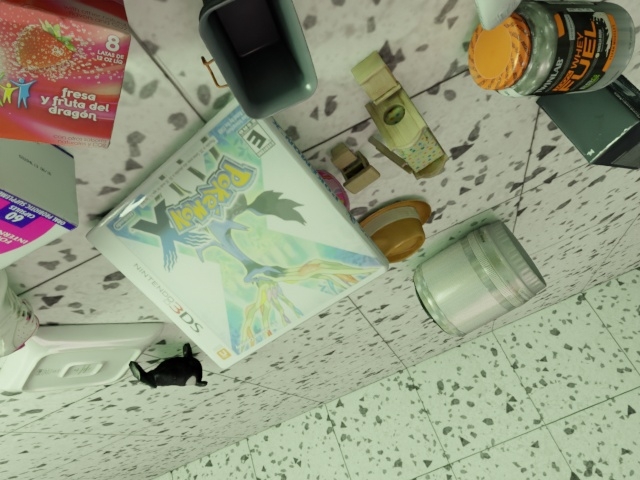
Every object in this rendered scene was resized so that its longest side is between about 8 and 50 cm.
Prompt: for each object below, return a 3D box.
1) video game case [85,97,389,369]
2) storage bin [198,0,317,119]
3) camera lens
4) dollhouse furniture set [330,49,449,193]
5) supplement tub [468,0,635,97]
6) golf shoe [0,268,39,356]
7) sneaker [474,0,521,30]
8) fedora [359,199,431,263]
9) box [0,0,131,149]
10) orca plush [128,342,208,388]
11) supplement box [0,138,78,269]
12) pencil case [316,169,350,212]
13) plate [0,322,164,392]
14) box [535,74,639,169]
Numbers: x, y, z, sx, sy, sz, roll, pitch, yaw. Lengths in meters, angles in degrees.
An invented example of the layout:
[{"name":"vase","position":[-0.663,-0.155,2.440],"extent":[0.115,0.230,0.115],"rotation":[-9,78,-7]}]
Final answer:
[{"name":"video game case","position":[-0.122,0.012,0.629],"extent":[0.329,0.036,0.300],"rotation":[-34,107,21]},{"name":"storage bin","position":[-0.073,-0.203,0.439],"extent":[0.098,0.091,0.135],"rotation":[-24,150,3]},{"name":"camera lens","position":[0.398,0.103,1.142],"extent":[0.274,0.219,0.219],"rotation":[-36,148,24]},{"name":"dollhouse furniture set","position":[0.073,-0.137,0.638],"extent":[0.161,0.101,0.182],"rotation":[-34,149,20]},{"name":"supplement tub","position":[0.302,-0.253,0.587],"extent":[0.190,0.117,0.117],"rotation":[-11,149,-19]},{"name":"golf shoe","position":[-0.497,0.106,0.668],"extent":[0.140,0.115,0.306],"rotation":[-5,155,-48]},{"name":"sneaker","position":[0.243,-0.321,0.425],"extent":[0.365,0.137,0.210],"rotation":[-13,166,-42]},{"name":"fedora","position":[0.158,-0.005,0.941],"extent":[0.194,0.079,0.194],"rotation":[-16,151,-9]},{"name":"box","position":[-0.286,-0.165,0.316],"extent":[0.256,0.128,0.123],"rotation":[1,143,-35]},{"name":"orca plush","position":[-0.368,0.303,1.105],"extent":[0.151,0.102,0.287],"rotation":[5,165,22]},{"name":"supplement box","position":[-0.398,-0.030,0.485],"extent":[0.220,0.114,0.111],"rotation":[-26,152,10]},{"name":"pencil case","position":[0.000,0.000,0.802],"extent":[0.124,0.124,0.284],"rotation":[-19,152,-5]},{"name":"plate","position":[-0.521,0.264,0.963],"extent":[0.278,0.045,0.277],"rotation":[8,139,-43]},{"name":"box","position":[0.482,-0.209,0.744],"extent":[0.158,0.156,0.093],"rotation":[-3,145,-31]}]
